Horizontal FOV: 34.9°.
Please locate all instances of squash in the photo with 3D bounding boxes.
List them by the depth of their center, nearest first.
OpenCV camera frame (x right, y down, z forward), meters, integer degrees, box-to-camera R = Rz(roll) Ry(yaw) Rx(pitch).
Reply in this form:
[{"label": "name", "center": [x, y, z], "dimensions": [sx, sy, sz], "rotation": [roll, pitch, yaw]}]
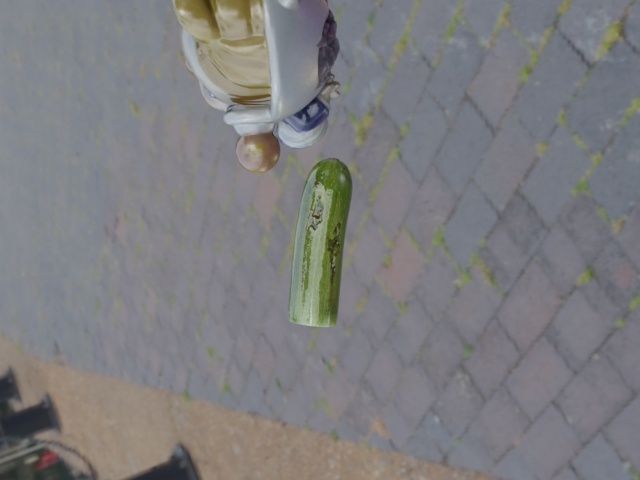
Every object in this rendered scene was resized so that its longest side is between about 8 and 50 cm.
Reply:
[{"label": "squash", "center": [0.000, 0.000, 0.509], "dimensions": [0.027, 0.027, 0.083], "rotation": [16, 102, 59]}]

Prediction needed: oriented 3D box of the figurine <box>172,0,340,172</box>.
[{"label": "figurine", "center": [-0.038, -0.145, 0.876], "dimensions": [0.274, 0.133, 0.194], "rotation": [64, -163, -56]}]
